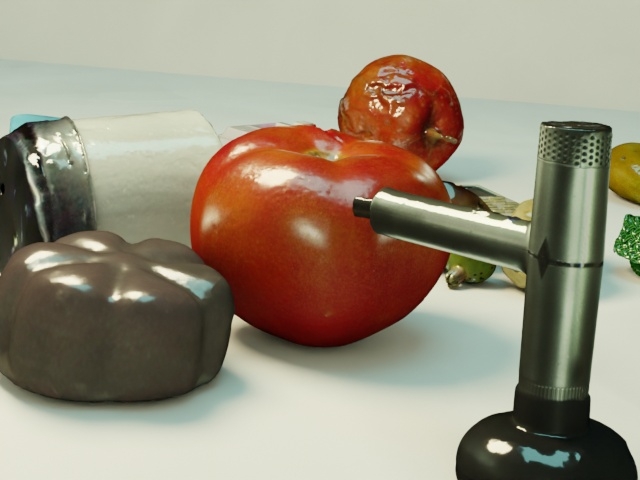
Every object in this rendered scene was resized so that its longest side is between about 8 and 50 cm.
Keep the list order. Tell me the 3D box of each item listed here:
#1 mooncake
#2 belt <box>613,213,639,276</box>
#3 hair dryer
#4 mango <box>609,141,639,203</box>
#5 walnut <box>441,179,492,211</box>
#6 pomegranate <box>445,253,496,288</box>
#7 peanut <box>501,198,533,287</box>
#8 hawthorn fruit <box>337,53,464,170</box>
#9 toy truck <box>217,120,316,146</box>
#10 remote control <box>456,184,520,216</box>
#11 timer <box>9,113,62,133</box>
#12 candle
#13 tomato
[{"bbox_3d":[-0.212,0.077,1.266,0.245,0.133,0.245,10,16,-3],"label":"mooncake"},{"bbox_3d":[0.485,0.020,1.760,0.151,0.079,0.121,29,17,38],"label":"belt"},{"bbox_3d":[0.161,0.056,1.114,0.156,0.320,0.284,-4,5,-25],"label":"hair dryer"},{"bbox_3d":[0.592,-0.118,2.295,0.136,0.099,0.227,8,22,-9],"label":"mango"},{"bbox_3d":[0.142,-0.028,1.759,0.245,0.137,0.137,3,14,0],"label":"walnut"},{"bbox_3d":[0.202,0.032,1.670,0.073,0.073,0.084,4,51,4],"label":"pomegranate"},{"bbox_3d":[0.312,-0.007,1.719,0.124,0.123,0.257,7,17,14],"label":"peanut"},{"bbox_3d":[0.170,-0.217,2.339,0.242,0.242,0.272,-6,28,-34],"label":"hawthorn fruit"},{"bbox_3d":[-0.115,-0.101,1.932,0.268,0.155,0.124,-9,18,-38],"label":"toy truck"},{"bbox_3d":[0.265,-0.043,1.988,0.103,0.055,0.277,-1,15,-19],"label":"remote control"},{"bbox_3d":[-0.364,-0.111,1.907,0.232,0.091,0.250,6,26,-14],"label":"timer"},{"bbox_3d":[-0.232,-0.053,1.565,0.343,0.221,0.221,-7,17,-26],"label":"candle"},{"bbox_3d":[0.000,0.000,1.408,0.299,0.226,0.298,8,18,-3],"label":"tomato"}]
